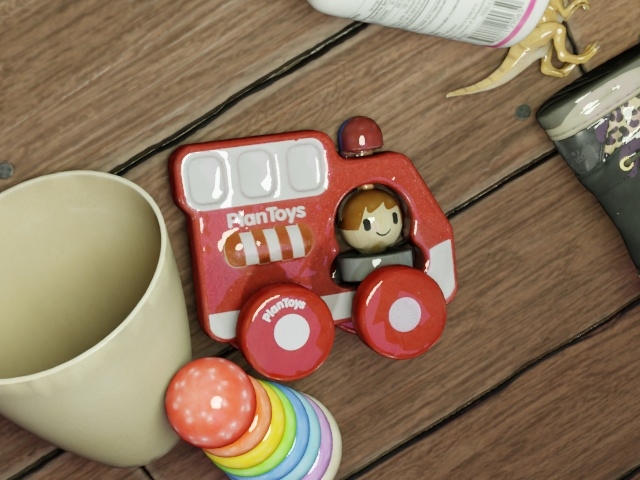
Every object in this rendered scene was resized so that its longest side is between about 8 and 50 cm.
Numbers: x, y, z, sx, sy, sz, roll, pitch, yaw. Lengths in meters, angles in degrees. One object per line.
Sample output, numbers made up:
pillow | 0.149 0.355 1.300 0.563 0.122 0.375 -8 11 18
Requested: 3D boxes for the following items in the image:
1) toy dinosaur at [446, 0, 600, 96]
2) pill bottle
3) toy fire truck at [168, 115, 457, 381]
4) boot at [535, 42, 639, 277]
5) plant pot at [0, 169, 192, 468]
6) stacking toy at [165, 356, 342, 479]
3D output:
toy dinosaur | 0.235 -0.217 1.332 0.112 0.064 0.211 32 94 -11
pill bottle | 0.073 -0.287 1.172 0.283 0.160 0.160 7 114 -22
toy fire truck | 0.000 0.000 1.310 0.302 0.169 0.253 -9 100 -15
boot | 0.465 -0.113 1.353 0.377 0.138 0.284 -28 98 1
plant pot | -0.234 0.113 1.249 0.256 0.256 0.274 -26 137 -4
stacking toy | -0.074 0.197 1.295 0.141 0.141 0.330 -33 157 0
